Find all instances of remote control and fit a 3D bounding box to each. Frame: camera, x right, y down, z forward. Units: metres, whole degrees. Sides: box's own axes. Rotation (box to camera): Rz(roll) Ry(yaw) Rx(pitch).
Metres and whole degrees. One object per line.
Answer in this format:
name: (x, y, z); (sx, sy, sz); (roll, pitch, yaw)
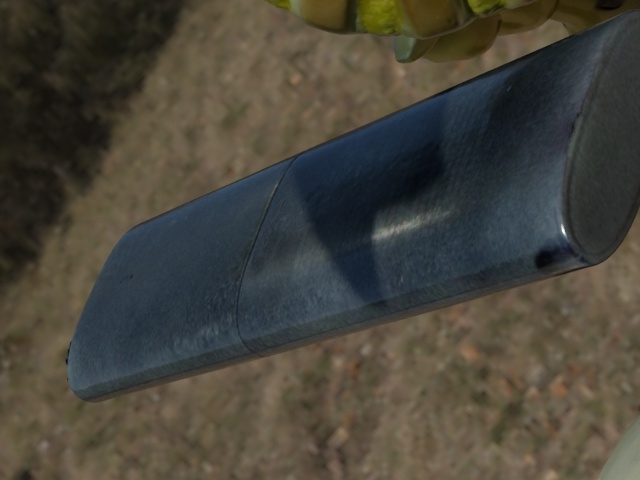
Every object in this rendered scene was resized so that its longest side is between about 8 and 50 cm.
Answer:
remote control: (0.000, 0.000, 0.766); (0.377, 0.044, 0.107); (-21, 38, 54)

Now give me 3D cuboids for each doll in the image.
doll: (0.125, -0.137, 0.973); (0.291, 0.117, 0.086); (0, -5, -43)

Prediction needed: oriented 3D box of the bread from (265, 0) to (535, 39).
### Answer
bread: (0.037, -0.180, 0.689); (0.213, 0.213, 0.105); (-47, -11, -7)

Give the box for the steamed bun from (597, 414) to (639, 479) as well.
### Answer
steamed bun: (0.311, 0.229, 1.106); (0.233, 0.334, 0.312); (-54, 37, 36)
